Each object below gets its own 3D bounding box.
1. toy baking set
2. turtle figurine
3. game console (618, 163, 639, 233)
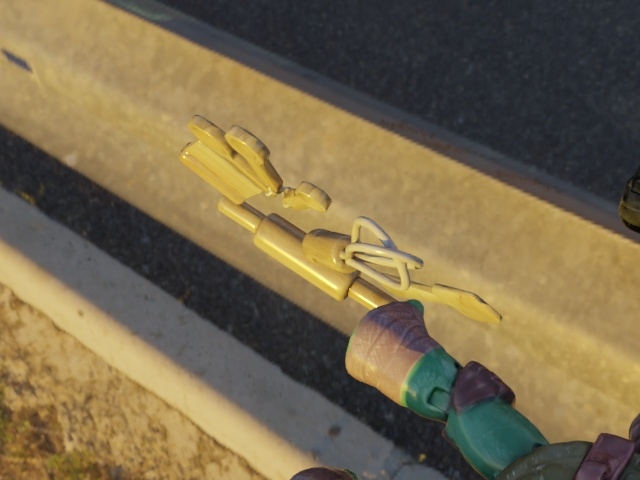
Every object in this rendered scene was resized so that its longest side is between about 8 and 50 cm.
[{"bbox_3d":[-0.001,0.001,0.685,0.256,0.197,0.030,34,80,9],"label":"toy baking set"},{"bbox_3d":[0.100,0.113,0.365,0.234,0.118,0.175,23,69,32],"label":"turtle figurine"},{"bbox_3d":[0.368,-0.019,0.594,0.361,0.044,0.213,11,33,30],"label":"game console"}]
